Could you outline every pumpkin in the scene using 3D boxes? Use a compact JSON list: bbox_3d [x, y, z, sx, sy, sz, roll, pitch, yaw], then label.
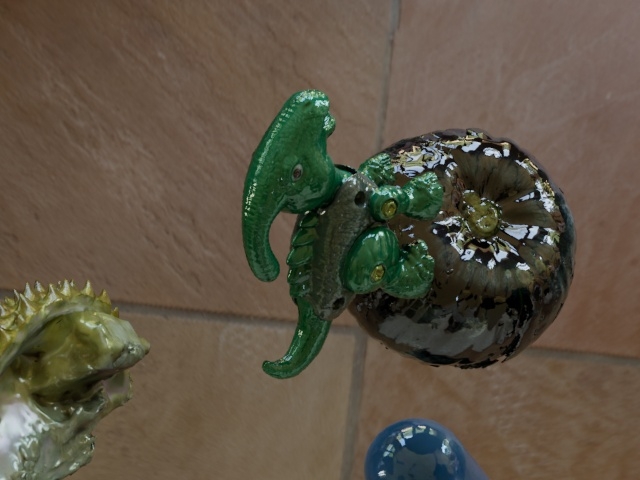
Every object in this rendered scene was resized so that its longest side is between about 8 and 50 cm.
[{"bbox_3d":[0.121,0.006,1.027,0.233,0.163,0.233,6,64,-13],"label":"pumpkin"}]

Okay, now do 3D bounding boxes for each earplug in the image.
[{"bbox_3d":[0.122,0.272,1.175,0.133,0.273,0.132,-10,56,15],"label":"earplug"}]

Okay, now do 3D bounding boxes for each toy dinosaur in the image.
[{"bbox_3d":[0.000,0.000,0.492,0.059,0.096,0.132,26,109,44],"label":"toy dinosaur"}]

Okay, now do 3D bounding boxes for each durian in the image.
[{"bbox_3d":[-0.250,0.129,0.968,0.172,0.306,0.166,-42,85,23],"label":"durian"}]
